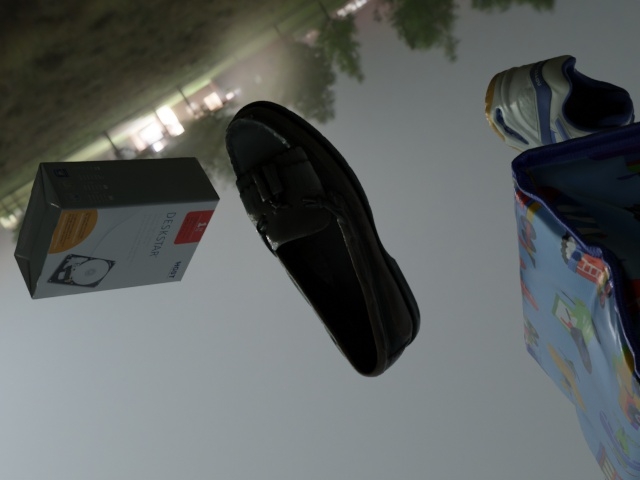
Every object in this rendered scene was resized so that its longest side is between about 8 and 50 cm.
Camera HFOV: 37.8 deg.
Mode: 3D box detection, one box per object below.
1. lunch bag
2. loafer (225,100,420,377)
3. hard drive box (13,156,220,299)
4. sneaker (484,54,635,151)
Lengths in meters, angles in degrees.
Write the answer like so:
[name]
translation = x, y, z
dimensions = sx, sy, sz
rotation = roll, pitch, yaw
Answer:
[lunch bag]
translation = 0.265, 0.004, 0.497
dimensions = 0.293, 0.138, 0.221
rotation = -24, 149, 0
[loafer]
translation = 0.000, 0.000, 0.826
dimensions = 0.096, 0.267, 0.084
rotation = -28, -168, 31
[hard drive box]
translation = -0.283, -0.020, 1.296
dimensions = 0.232, 0.089, 0.181
rotation = -7, 141, -37
[sneaker]
translation = 0.340, -0.121, 1.139
dimensions = 0.131, 0.296, 0.112
rotation = -16, -125, 53
